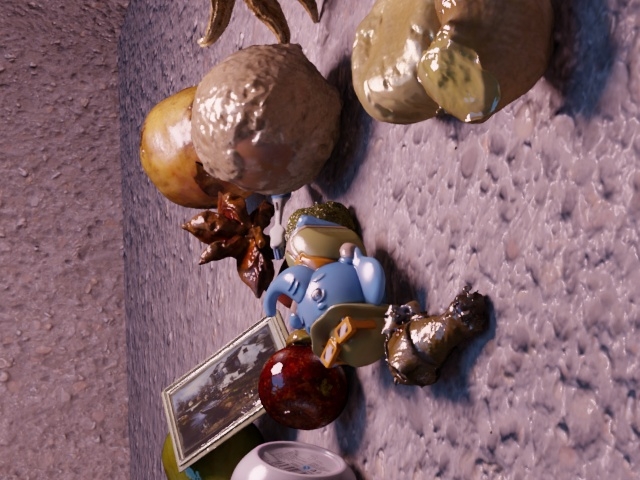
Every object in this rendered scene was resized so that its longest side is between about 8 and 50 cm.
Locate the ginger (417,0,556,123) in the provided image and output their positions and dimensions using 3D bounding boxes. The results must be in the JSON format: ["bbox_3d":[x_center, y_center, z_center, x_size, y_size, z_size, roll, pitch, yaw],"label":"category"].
[{"bbox_3d":[0.190,-0.256,1.138,0.138,0.152,0.267,81,-165,-56],"label":"ginger"}]

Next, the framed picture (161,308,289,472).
[{"bbox_3d":[-0.174,0.275,1.877,0.296,0.019,0.232,-36,36,5],"label":"framed picture"}]

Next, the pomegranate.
[{"bbox_3d":[-0.228,-0.193,2.040,0.281,0.281,0.281,-176,90,-69],"label":"pomegranate"}]

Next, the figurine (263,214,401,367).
[{"bbox_3d":[0.017,0.080,1.480,0.180,0.154,0.262,-49,42,6],"label":"figurine"}]

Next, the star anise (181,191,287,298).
[{"bbox_3d":[-0.130,-0.005,1.746,0.212,0.196,0.111,44,117,17],"label":"star anise"}]

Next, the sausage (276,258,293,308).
[{"bbox_3d":[-0.041,0.065,1.768,0.141,0.076,0.076,116,150,-45],"label":"sausage"}]

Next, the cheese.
[{"bbox_3d":[0.131,-0.273,1.334,0.214,0.117,0.226,-38,47,55],"label":"cheese"}]

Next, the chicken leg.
[{"bbox_3d":[0.140,0.131,1.286,0.196,0.080,0.125,153,131,-65],"label":"chicken leg"}]

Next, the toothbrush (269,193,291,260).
[{"bbox_3d":[-0.070,-0.091,1.792,0.386,0.040,0.040,-91,16,-55],"label":"toothbrush"}]

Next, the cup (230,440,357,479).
[{"bbox_3d":[-0.055,0.485,1.530,0.212,0.212,0.317,-152,69,-67],"label":"cup"}]

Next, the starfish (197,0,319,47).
[{"bbox_3d":[-0.110,-0.478,1.705,0.094,0.375,0.327,30,104,37],"label":"starfish"}]

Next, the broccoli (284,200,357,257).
[{"bbox_3d":[0.000,0.000,1.630,0.120,0.130,0.131,52,-166,-65],"label":"broccoli"}]

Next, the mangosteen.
[{"bbox_3d":[-0.019,0.223,1.614,0.181,0.155,0.146,-67,-33,-59],"label":"mangosteen"}]

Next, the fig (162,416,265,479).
[{"bbox_3d":[-0.201,0.424,1.922,0.230,0.207,0.207,-172,86,-77],"label":"fig"}]

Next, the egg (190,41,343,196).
[{"bbox_3d":[-0.092,-0.208,1.700,0.310,0.279,0.279,-101,18,-81],"label":"egg"}]
